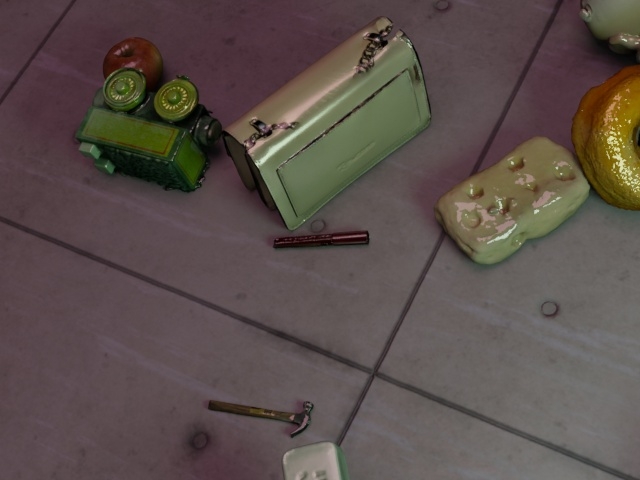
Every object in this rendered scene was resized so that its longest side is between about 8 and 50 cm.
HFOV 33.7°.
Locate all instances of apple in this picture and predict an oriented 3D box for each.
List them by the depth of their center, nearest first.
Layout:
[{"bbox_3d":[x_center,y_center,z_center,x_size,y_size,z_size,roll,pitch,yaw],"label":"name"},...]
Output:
[{"bbox_3d":[-0.377,-0.346,2.139,0.126,0.102,0.126,-10,51,13],"label":"apple"}]

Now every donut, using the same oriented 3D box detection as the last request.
[{"bbox_3d":[0.551,-0.171,1.792,0.253,0.118,0.253,0,93,-9],"label":"donut"}]

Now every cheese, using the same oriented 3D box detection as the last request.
[{"bbox_3d":[0.339,-0.073,1.847,0.263,0.093,0.159,-31,61,-7],"label":"cheese"}]

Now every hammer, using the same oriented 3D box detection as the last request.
[{"bbox_3d":[-0.104,0.292,1.780,0.182,0.017,0.062,5,62,16],"label":"hammer"}]

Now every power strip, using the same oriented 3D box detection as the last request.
[{"bbox_3d":[0.018,0.480,1.501,0.091,0.062,0.385,-16,64,10],"label":"power strip"}]

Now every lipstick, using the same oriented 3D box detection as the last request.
[{"bbox_3d":[0.000,0.000,1.916,0.176,0.027,0.027,-4,61,12],"label":"lipstick"}]

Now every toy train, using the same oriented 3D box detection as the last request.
[{"bbox_3d":[-0.326,-0.212,2.028,0.272,0.159,0.188,16,72,19],"label":"toy train"}]

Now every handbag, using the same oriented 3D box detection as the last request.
[{"bbox_3d":[0.012,-0.219,1.912,0.358,0.237,0.160,-38,63,-10],"label":"handbag"}]

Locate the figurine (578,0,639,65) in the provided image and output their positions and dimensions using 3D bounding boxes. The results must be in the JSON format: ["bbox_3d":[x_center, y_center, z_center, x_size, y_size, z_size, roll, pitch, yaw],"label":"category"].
[{"bbox_3d":[0.626,-0.357,1.866,0.226,0.274,0.394,-28,77,-1],"label":"figurine"}]
